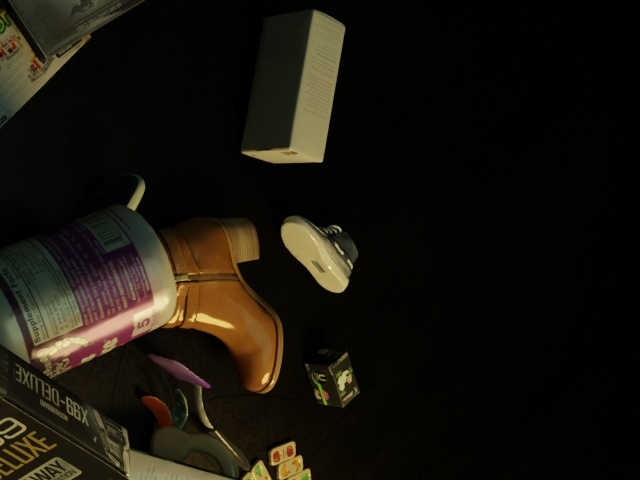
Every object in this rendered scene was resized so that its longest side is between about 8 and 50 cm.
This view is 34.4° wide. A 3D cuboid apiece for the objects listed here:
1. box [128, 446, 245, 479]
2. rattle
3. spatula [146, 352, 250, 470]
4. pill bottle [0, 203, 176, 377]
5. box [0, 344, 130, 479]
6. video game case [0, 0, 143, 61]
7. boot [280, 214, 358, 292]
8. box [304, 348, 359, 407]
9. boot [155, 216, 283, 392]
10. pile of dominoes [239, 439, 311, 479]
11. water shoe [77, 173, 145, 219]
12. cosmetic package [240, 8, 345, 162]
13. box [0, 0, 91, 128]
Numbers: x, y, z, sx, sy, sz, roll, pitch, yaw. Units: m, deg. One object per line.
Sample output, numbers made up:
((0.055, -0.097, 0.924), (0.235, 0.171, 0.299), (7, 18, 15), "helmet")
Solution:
((-0.218, 0.418, 1.415), (0.322, 0.058, 0.232), (21, 75, -17), "box")
((-0.195, 0.317, 1.548), (0.199, 0.130, 0.143), (56, 12, 10), "rattle")
((-0.173, 0.261, 1.560), (0.030, 0.084, 0.296), (-52, 134, -31), "spatula")
((-0.339, 0.081, 1.234), (0.302, 0.169, 0.169), (-25, 110, -31), "pill bottle")
((-0.406, 0.254, 1.148), (0.242, 0.307, 0.076), (46, 19, -39), "box")
((-0.359, -0.390, 1.316), (0.196, 0.026, 0.274), (-44, 109, -37), "video game case")
((0.000, 0.000, 1.743), (0.190, 0.069, 0.086), (56, 46, -42), "boot")
((0.020, 0.234, 1.768), (0.052, 0.062, 0.083), (-35, 116, -43), "box")
((-0.170, 0.106, 1.519), (0.220, 0.109, 0.283), (-12, 98, -48), "boot")
((-0.055, 0.467, 1.713), (0.196, 0.040, 0.251), (-44, 123, -37), "pile of dominoes")
((-0.297, 0.003, 1.422), (0.203, 0.073, 0.080), (-62, 150, -17), "water shoe")
((-0.043, -0.241, 1.641), (0.085, 0.117, 0.231), (16, 81, -45), "cosmetic package")
((-0.395, -0.240, 1.316), (0.207, 0.036, 0.114), (-55, 128, -31), "box")
